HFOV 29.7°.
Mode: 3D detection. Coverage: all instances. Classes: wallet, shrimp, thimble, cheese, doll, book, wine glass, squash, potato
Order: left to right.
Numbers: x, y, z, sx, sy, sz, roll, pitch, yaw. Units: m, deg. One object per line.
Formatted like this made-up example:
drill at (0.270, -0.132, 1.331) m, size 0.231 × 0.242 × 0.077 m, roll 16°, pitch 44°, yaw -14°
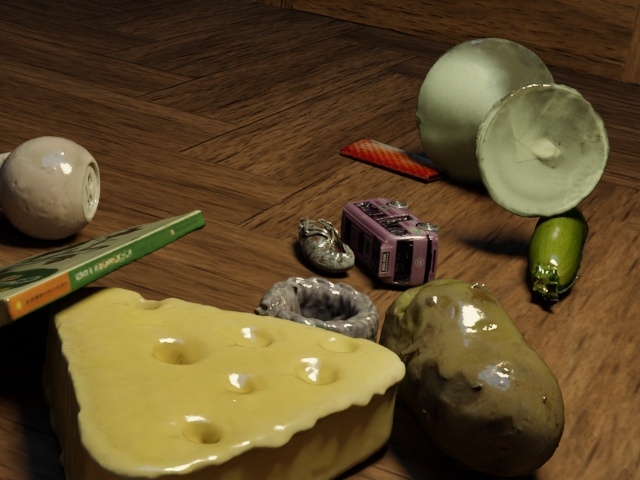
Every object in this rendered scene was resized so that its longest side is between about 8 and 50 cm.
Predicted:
doll at (-0.454, -0.080, 1.664) m, size 0.287 × 0.151 × 0.151 m, roll 6°, pitch 20°, yaw 6°
book at (-0.325, 0.044, 1.350) m, size 0.260 × 0.043 × 0.371 m, roll -15°, pitch 8°, yaw 28°
cheese at (-0.088, 0.161, 1.207) m, size 0.383 × 0.104 × 0.384 m, roll 6°, pitch 21°, yaw -2°
thimble at (-0.007, 0.110, 1.385) m, size 0.150 × 0.098 × 0.150 m, roll 8°, pitch 20°, yaw -3°
shrimp at (0.000, 0.000, 1.739) m, size 0.065 × 0.057 × 0.165 m, roll -13°, pitch 35°, yaw -11°
wallet at (0.142, -0.149, 2.233) m, size 0.196 × 0.020 × 0.103 m, roll 22°, pitch 26°, yaw 31°
potato at (0.156, 0.148, 1.266) m, size 0.165 × 0.165 × 0.262 m, roll -2°, pitch 36°, yaw -26°
wine glass at (0.317, -0.179, 1.972) m, size 0.267 × 0.267 × 0.406 m, roll 6°, pitch 15°, yaw -7°
squash at (0.354, 0.012, 1.806) m, size 0.087 × 0.087 × 0.331 m, roll 13°, pitch 23°, yaw 12°

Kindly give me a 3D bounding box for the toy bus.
toy bus at (0.097, 0.003, 1.728) m, size 0.098 × 0.087 × 0.178 m, roll -3°, pitch 20°, yaw -22°
